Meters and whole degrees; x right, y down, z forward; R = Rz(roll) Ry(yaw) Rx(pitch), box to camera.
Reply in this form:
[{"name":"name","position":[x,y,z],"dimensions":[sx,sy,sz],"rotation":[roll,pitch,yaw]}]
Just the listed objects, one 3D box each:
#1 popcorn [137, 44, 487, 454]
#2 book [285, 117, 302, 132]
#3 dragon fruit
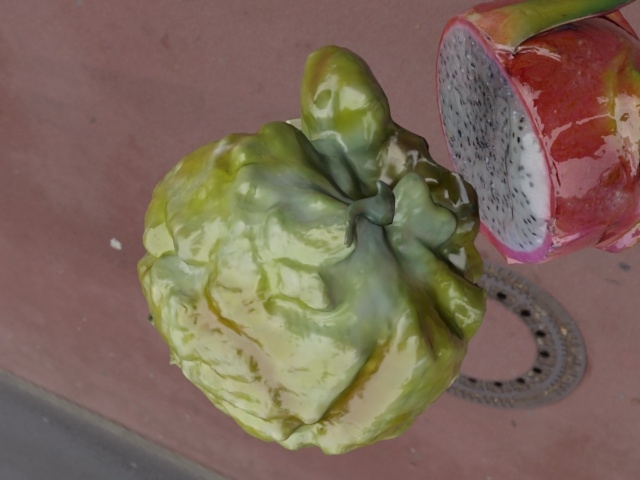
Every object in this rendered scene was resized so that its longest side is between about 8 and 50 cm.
[{"name":"popcorn","position":[0.000,0.000,0.394],"dimensions":[0.197,0.213,0.198],"rotation":[24,166,6]},{"name":"book","position":[-0.013,-0.122,1.150],"dimensions":[0.160,0.024,0.228],"rotation":[-5,157,-24]},{"name":"dragon fruit","position":[0.248,-0.114,0.743],"dimensions":[0.189,0.291,0.291],"rotation":[-16,128,-4]}]
